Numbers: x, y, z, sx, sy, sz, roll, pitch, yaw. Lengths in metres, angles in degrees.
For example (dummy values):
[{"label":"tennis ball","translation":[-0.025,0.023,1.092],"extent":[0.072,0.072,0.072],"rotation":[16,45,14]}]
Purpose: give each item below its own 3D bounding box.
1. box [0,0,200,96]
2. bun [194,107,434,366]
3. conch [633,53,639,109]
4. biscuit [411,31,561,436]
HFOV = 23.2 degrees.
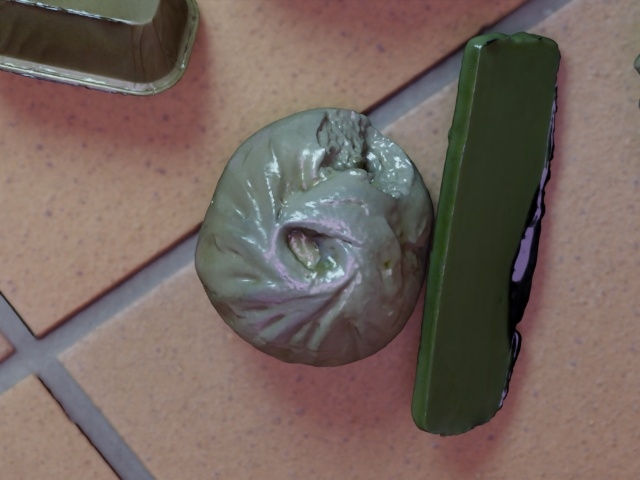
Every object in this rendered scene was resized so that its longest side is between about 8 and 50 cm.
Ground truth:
[{"label":"box","translation":[-0.180,-0.170,1.154],"extent":[0.177,0.111,0.111],"rotation":[12,107,0]},{"label":"bun","translation":[0.000,0.000,1.182],"extent":[0.178,0.128,0.193],"rotation":[24,104,-3]},{"label":"conch","translation":[0.321,-0.141,1.092],"extent":[0.159,0.210,0.291],"rotation":[23,91,-15]},{"label":"biscuit","translation":[0.125,-0.002,1.206],"extent":[0.099,0.038,0.322],"rotation":[-6,112,-36]}]
